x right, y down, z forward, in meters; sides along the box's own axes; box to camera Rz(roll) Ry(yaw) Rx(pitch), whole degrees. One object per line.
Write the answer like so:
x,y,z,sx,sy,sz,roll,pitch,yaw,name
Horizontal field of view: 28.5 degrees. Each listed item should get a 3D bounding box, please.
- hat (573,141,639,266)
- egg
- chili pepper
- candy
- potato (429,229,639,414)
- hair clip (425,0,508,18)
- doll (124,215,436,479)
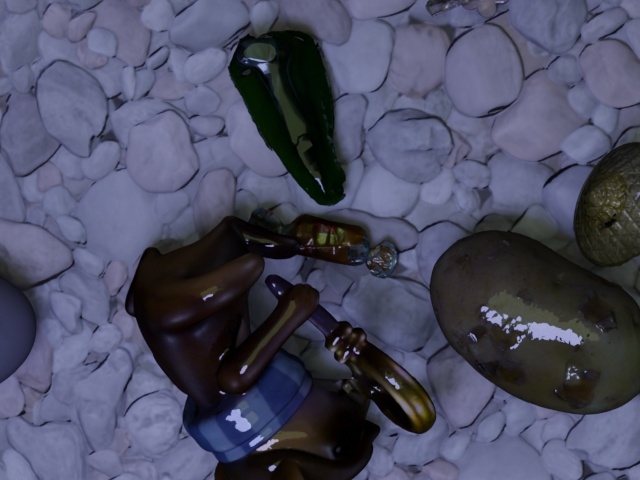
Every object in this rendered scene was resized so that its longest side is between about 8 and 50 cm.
0.316,-0.049,1.404,0.146,0.067,0.146,-13,115,-29,hat
-0.423,0.108,1.447,0.198,0.146,0.146,-9,92,13,egg
-0.024,-0.141,1.435,0.108,0.062,0.216,-25,92,7,chili pepper
0.000,0.000,1.445,0.182,0.046,0.053,14,96,3,candy
0.238,0.093,1.374,0.262,0.165,0.165,25,95,11,potato
0.219,-0.295,1.408,0.214,0.056,0.062,-19,74,-1,hair clip
-0.064,0.134,1.388,0.209,0.318,0.340,-35,97,-36,doll
